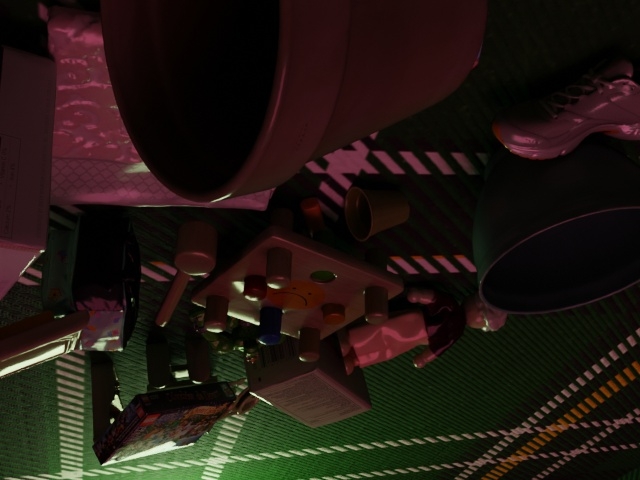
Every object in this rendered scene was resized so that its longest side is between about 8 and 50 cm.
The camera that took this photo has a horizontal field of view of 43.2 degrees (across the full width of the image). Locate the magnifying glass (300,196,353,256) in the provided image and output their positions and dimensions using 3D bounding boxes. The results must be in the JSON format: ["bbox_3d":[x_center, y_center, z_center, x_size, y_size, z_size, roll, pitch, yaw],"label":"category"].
[{"bbox_3d":[0.000,0.000,1.315,0.092,0.026,0.231,-13,148,2],"label":"magnifying glass"}]

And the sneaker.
[{"bbox_3d":[0.352,-0.191,1.073,0.262,0.099,0.121,-13,142,-13],"label":"sneaker"}]

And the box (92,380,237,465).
[{"bbox_3d":[-0.287,0.338,1.509,0.159,0.044,0.233,-48,153,25],"label":"box"}]

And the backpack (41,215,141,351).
[{"bbox_3d":[-0.333,0.074,1.185,0.144,0.166,0.188,-4,145,-8],"label":"backpack"}]

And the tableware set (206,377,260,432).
[{"bbox_3d":[-0.174,0.345,1.695,0.128,0.039,0.194,-53,159,14],"label":"tableware set"}]

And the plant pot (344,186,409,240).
[{"bbox_3d":[0.090,-0.046,1.230,0.079,0.083,0.083,-10,151,-27],"label":"plant pot"}]

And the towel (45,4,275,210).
[{"bbox_3d":[-0.175,-0.142,1.000,0.331,0.053,0.317,2,146,-23],"label":"towel"}]

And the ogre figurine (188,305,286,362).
[{"bbox_3d":[-0.129,0.152,1.460,0.197,0.097,0.118,-23,137,-22],"label":"ogre figurine"}]

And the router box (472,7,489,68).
[{"bbox_3d":[0.131,-0.239,0.955,0.122,0.038,0.092,-9,148,-4],"label":"router box"}]

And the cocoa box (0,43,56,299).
[{"bbox_3d":[-0.454,-0.043,0.859,0.228,0.231,0.347,13,149,-34],"label":"cocoa box"}]

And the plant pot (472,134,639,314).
[{"bbox_3d":[0.352,-0.045,1.194,0.293,0.196,0.293,-9,150,-5],"label":"plant pot"}]

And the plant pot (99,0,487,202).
[{"bbox_3d":[-0.008,-0.210,0.739,0.280,0.323,0.323,-10,153,-34],"label":"plant pot"}]

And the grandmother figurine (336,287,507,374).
[{"bbox_3d":[0.203,0.163,1.584,0.342,0.104,0.208,-14,141,-1],"label":"grandmother figurine"}]

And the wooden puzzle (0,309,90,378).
[{"bbox_3d":[-0.403,0.143,0.992,0.221,0.044,0.238,-20,174,-26],"label":"wooden puzzle"}]

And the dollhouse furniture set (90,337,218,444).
[{"bbox_3d":[-0.321,0.322,1.599,0.242,0.161,0.212,-6,148,-9],"label":"dollhouse furniture set"}]

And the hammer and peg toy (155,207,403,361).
[{"bbox_3d":[-0.087,0.062,1.265,0.361,0.127,0.266,22,142,-28],"label":"hammer and peg toy"}]

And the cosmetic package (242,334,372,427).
[{"bbox_3d":[-0.024,0.272,1.651,0.153,0.129,0.296,-22,147,13],"label":"cosmetic package"}]
